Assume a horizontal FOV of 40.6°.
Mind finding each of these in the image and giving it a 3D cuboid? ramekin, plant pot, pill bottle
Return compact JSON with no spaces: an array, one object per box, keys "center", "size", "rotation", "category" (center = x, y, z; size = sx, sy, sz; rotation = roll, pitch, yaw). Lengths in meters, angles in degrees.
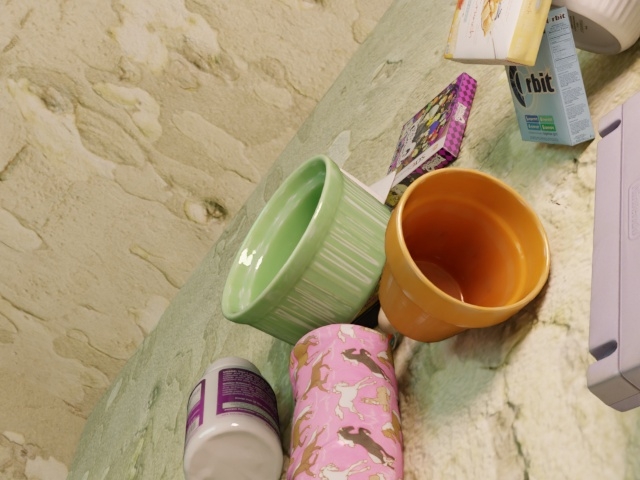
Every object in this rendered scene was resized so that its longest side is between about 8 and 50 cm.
[{"center":[-0.017,0.027,1.391],"size":[0.303,0.148,0.303],"rotation":[-49,20,25],"category":"ramekin"},{"center":[0.165,0.040,1.139],"size":[0.188,0.205,0.205],"rotation":[119,175,-56],"category":"plant pot"},{"center":[-0.158,0.329,1.559],"size":[0.169,0.169,0.301],"rotation":[-53,15,12],"category":"pill bottle"},{"center":[0.380,-0.351,1.237],"size":[0.109,0.207,0.207],"rotation":[-64,15,3],"category":"ramekin"}]

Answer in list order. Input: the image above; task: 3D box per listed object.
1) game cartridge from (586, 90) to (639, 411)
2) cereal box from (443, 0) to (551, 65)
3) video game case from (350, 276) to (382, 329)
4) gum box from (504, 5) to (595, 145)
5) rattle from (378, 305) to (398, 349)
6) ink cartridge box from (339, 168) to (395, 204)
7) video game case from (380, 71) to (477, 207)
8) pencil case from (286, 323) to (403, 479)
[{"center":[0.338,-0.042,0.747],"size":[0.230,0.068,0.355],"rotation":[-34,28,43],"category":"game cartridge"},{"center":[0.253,-0.335,1.216],"size":[0.240,0.047,0.173],"rotation":[-137,59,-74],"category":"cereal box"},{"center":[0.068,0.096,1.595],"size":[0.275,0.035,0.248],"rotation":[-44,19,36],"category":"video game case"},{"center":[0.317,-0.232,1.239],"size":[0.041,0.184,0.157],"rotation":[-18,13,-9],"category":"gum box"},{"center":[0.157,0.104,1.311],"size":[0.130,0.142,0.200],"rotation":[30,-103,-74],"category":"rattle"},{"center":[0.000,0.000,1.694],"size":[0.207,0.119,0.353],"rotation":[-31,29,57],"category":"ink cartridge box"},{"center":[0.215,-0.200,1.730],"size":[0.210,0.042,0.232],"rotation":[-39,23,48],"category":"video game case"},{"center":[0.024,0.272,1.143],"size":[0.386,0.167,0.160],"rotation":[-83,-3,-59],"category":"pencil case"}]
